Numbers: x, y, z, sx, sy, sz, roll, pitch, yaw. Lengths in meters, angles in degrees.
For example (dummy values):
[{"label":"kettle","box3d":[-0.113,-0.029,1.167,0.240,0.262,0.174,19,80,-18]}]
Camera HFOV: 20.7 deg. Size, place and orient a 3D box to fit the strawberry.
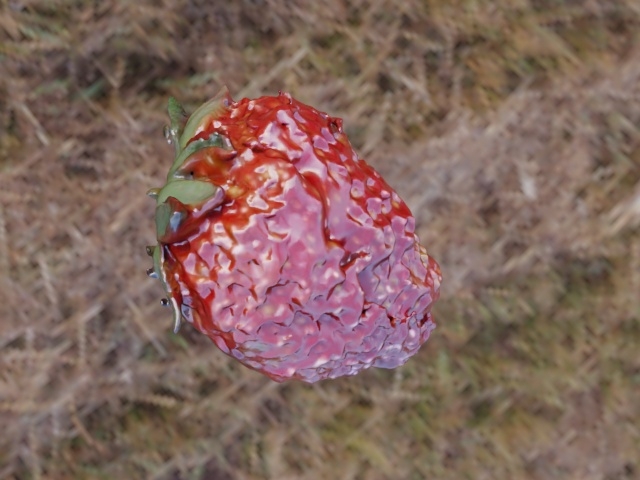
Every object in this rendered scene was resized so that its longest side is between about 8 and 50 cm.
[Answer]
[{"label":"strawberry","box3d":[0.001,0.014,1.025,0.098,0.174,0.228,-27,122,35]}]
